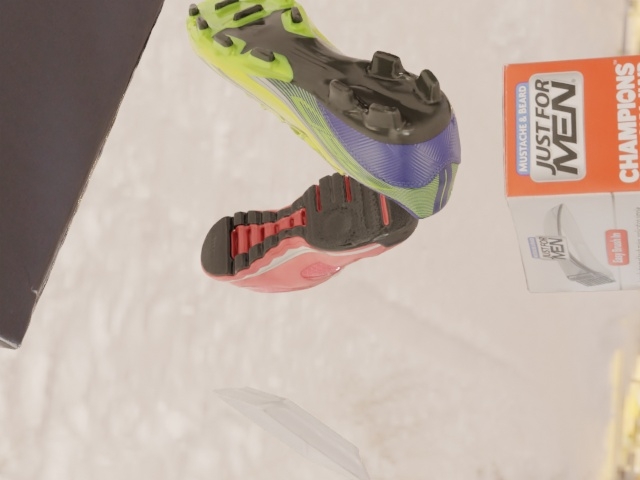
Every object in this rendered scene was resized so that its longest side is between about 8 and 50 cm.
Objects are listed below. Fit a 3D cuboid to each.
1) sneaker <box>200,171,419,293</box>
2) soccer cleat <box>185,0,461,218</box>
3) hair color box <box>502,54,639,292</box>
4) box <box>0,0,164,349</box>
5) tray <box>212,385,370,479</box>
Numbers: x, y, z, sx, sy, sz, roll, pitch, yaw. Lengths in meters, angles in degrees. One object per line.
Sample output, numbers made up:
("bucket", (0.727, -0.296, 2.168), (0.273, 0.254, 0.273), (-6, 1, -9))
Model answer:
("sneaker", (0.000, 0.000, 1.938), (0.136, 0.314, 0.116), (40, 44, -52))
("soccer cleat", (-0.008, -0.106, 1.096), (0.093, 0.289, 0.121), (-33, 135, -24))
("hair color box", (0.149, -0.023, 0.483), (0.093, 0.167, 0.053), (60, 29, -65))
("box", (-0.255, -0.123, 0.786), (0.183, 0.296, 0.294), (36, 68, -46))
("tray", (-0.031, 0.203, 1.583), (0.030, 0.145, 0.270), (-56, -169, -10))
